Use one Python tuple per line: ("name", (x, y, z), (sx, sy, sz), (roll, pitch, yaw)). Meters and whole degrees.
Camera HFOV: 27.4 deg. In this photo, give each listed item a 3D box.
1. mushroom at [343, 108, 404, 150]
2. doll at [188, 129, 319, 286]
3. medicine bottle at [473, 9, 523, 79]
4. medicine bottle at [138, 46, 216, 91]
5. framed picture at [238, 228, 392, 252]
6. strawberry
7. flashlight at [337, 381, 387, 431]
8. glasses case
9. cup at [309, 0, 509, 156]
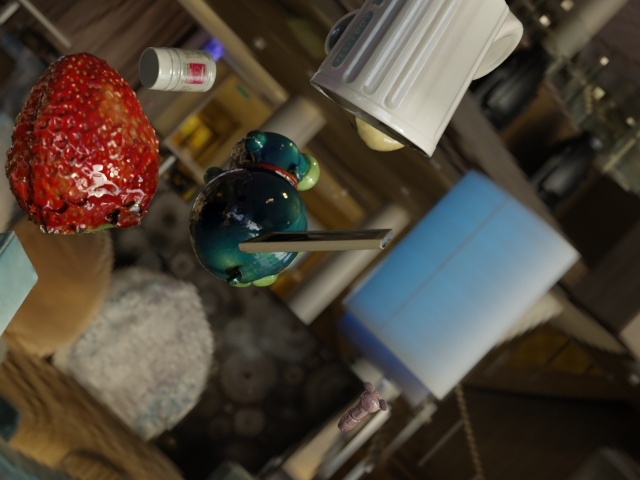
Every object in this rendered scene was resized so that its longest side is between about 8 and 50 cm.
("mushroom", (0.105, -0.187, 1.711), (0.122, 0.154, 0.154), (48, 1, 39))
("doll", (-0.116, -0.056, 2.214), (0.186, 0.198, 0.322), (62, 27, -46))
("medicine bottle", (0.164, -0.302, 1.677), (0.187, 0.103, 0.103), (52, 0, 17))
("medicine bottle", (-0.194, -0.231, 1.779), (0.091, 0.058, 0.058), (-3, 33, -38))
("framed picture", (0.000, 0.000, 1.951), (0.281, 0.208, 0.019), (-37, 126, -84))
("strawberry", (-0.377, -0.152, 2.059), (0.250, 0.288, 0.238), (2, 3, 39))
("flashlight", (0.061, 0.252, 1.958), (0.031, 0.110, 0.052), (-27, 75, -45))
("glasses case", (-0.464, 0.114, 1.692), (0.056, 0.266, 0.105), (12, -37, 21))
("cup", (0.088, -0.236, 1.541), (0.221, 0.202, 0.167), (33, 2, 23))
